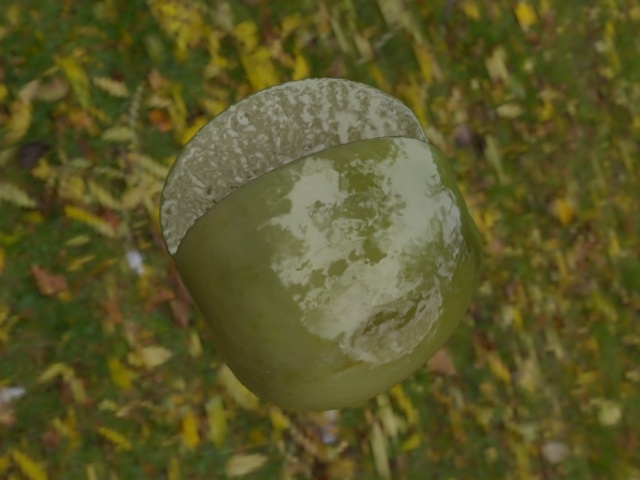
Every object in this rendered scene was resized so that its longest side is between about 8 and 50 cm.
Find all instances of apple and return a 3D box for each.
[{"bbox_3d":[0.000,0.000,1.457,0.292,0.254,0.292,63,-1,2],"label":"apple"}]
